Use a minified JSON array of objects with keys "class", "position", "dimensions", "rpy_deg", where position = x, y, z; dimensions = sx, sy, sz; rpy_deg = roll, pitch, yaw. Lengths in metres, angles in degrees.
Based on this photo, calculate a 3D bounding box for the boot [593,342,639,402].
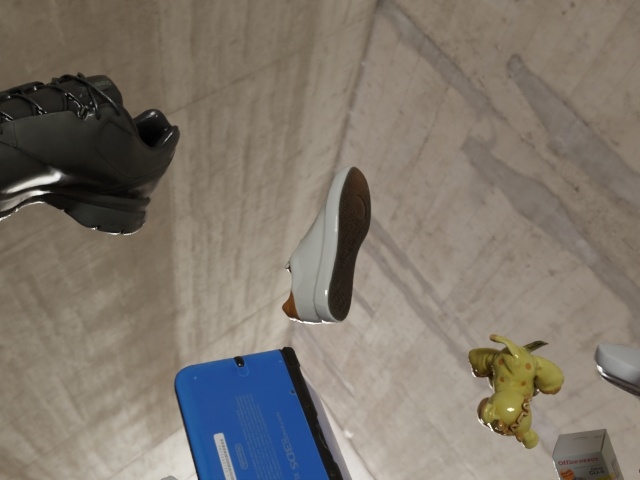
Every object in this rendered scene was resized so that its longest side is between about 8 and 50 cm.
[{"class":"boot","position":[0.426,0.218,0.812],"dimensions":[0.258,0.095,0.123],"rpy_deg":[21,-74,2]}]

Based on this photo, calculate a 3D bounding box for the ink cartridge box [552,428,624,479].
[{"class":"ink cartridge box","position":[0.682,0.589,1.749],"dimensions":[0.128,0.127,0.176],"rpy_deg":[-19,-87,30]}]

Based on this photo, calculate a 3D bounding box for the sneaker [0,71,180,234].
[{"class":"sneaker","position":[-0.230,-0.086,0.566],"dimensions":[0.109,0.130,0.286],"rpy_deg":[42,16,20]}]

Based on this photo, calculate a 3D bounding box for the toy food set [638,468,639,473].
[{"class":"toy food set","position":[0.357,0.275,0.725],"dimensions":[0.078,0.122,0.019],"rpy_deg":[53,-39,41]}]

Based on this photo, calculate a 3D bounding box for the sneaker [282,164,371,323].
[{"class":"sneaker","position":[0.000,0.000,1.135],"dimensions":[0.123,0.290,0.106],"rpy_deg":[-9,-39,35]}]

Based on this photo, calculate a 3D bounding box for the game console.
[{"class":"game console","position":[-0.051,0.312,0.927],"dimensions":[0.173,0.250,0.293],"rpy_deg":[109,-34,-44]}]

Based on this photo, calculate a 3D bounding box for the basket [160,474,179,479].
[{"class":"basket","position":[-0.201,0.420,0.949],"dimensions":[0.167,0.103,0.113],"rpy_deg":[10,-59,56]}]

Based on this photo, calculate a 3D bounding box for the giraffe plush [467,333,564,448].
[{"class":"giraffe plush","position":[0.360,0.295,1.302],"dimensions":[0.182,0.170,0.210],"rpy_deg":[18,-26,7]}]
